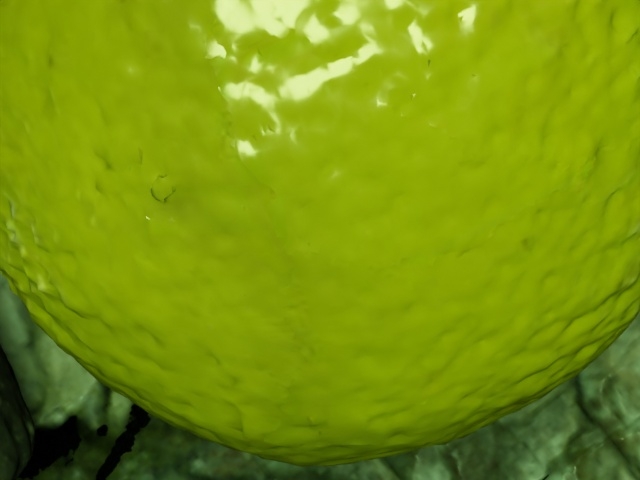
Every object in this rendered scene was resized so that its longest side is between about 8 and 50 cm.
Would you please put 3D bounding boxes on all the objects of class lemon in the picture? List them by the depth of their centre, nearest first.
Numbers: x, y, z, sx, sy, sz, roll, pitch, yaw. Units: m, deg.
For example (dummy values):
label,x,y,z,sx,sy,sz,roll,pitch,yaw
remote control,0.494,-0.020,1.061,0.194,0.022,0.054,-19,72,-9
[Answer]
label,x,y,z,sx,sy,sz,roll,pitch,yaw
lemon,0.004,-0.059,0.451,0.268,0.268,0.322,-27,120,-2

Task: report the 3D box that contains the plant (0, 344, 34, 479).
label,x,y,z,sx,sy,sz,roll,pitch,yaw
plant,-0.212,0.040,0.563,0.129,0.132,0.195,-24,94,-5
